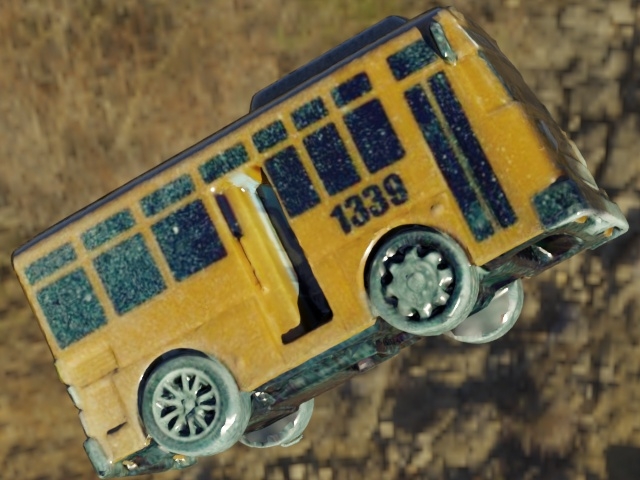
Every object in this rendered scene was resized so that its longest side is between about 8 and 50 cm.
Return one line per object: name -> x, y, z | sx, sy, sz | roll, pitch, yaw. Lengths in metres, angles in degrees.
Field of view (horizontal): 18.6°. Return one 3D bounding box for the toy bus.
toy bus -> 0.000, 0.000, 0.650 | 0.182, 0.091, 0.103 | -29, 78, 14
